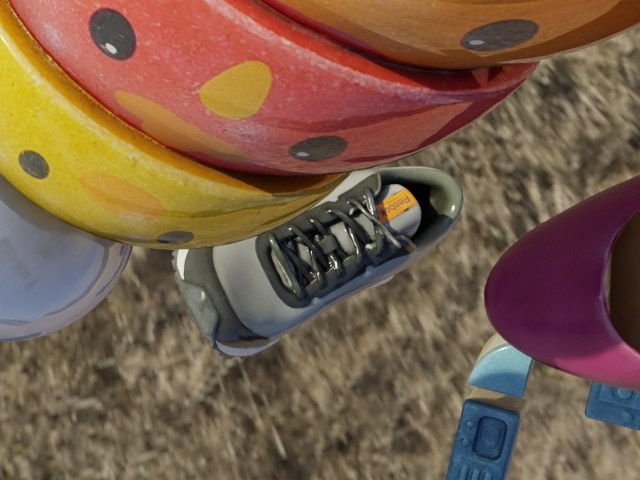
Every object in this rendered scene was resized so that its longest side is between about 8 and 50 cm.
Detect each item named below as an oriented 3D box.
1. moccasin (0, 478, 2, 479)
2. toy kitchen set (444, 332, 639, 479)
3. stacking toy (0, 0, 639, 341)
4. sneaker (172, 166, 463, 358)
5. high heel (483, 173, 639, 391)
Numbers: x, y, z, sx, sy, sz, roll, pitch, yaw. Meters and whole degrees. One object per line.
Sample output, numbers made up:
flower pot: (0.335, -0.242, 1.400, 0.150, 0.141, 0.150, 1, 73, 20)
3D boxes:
moccasin: (-0.269, 0.364, 1.609, 0.116, 0.138, 0.342, -31, 80, 4)
toy kitchen set: (0.171, 0.180, 1.278, 0.166, 0.122, 0.207, 14, 105, 9)
stacking toy: (-0.046, -0.109, 0.783, 0.350, 0.351, 0.480, 20, 131, -25)
sneaker: (0.000, 0.000, 1.247, 0.108, 0.271, 0.100, -27, 90, 39)
high heel: (0.199, 0.006, 0.818, 0.181, 0.377, 0.127, 4, 78, -50)
